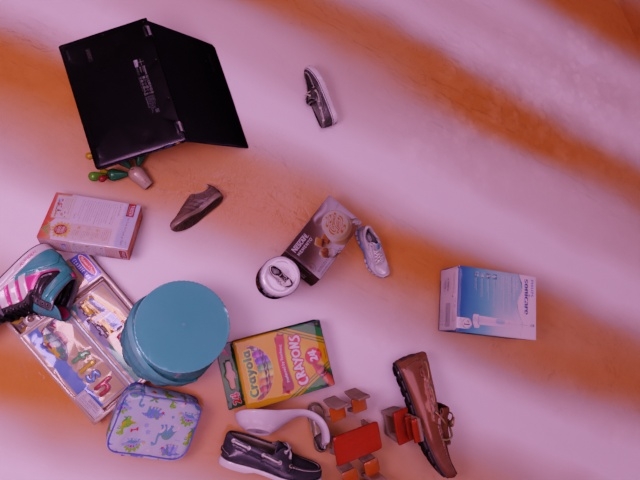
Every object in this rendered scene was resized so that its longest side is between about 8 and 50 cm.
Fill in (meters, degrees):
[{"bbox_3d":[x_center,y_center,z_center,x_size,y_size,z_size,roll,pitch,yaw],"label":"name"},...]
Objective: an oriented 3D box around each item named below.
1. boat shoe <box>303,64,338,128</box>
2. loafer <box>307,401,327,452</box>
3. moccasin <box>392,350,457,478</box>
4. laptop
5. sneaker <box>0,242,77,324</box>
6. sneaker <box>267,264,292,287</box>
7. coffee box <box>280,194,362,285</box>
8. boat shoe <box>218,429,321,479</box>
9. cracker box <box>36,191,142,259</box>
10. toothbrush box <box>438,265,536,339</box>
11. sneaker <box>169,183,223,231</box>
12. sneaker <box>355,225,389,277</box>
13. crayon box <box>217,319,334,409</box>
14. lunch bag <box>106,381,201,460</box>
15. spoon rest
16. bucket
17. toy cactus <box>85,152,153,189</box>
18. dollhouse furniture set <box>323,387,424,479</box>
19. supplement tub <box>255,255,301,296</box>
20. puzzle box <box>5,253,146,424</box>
[{"bbox_3d":[-0.014,-0.488,1.489,0.070,0.078,0.219,-25,88,-17],"label":"boat shoe"},{"bbox_3d":[-0.003,0.564,1.320,0.056,0.050,0.148,-12,83,-15],"label":"loafer"},{"bbox_3d":[0.350,0.541,1.373,0.147,0.139,0.380,-16,75,-7],"label":"moccasin"},{"bbox_3d":[-0.487,-0.426,1.335,0.408,0.236,0.381,-19,84,-2],"label":"laptop"},{"bbox_3d":[-0.745,0.172,1.128,0.178,0.124,0.295,36,76,3],"label":"sneaker"},{"bbox_3d":[-0.109,0.098,1.185,0.083,0.037,0.032,38,72,-6],"label":"sneaker"},{"bbox_3d":[0.000,0.000,1.377,0.141,0.098,0.246,40,64,-3],"label":"coffee box"},{"bbox_3d":[-0.133,0.617,1.248,0.303,0.114,0.091,16,83,-11],"label":"boat shoe"},{"bbox_3d":[-0.643,-0.040,1.242,0.232,0.067,0.155,9,56,-11],"label":"cracker box"},{"bbox_3d":[0.562,0.213,1.476,0.296,0.126,0.216,7,78,-11],"label":"toothbrush box"},{"bbox_3d":[-0.391,-0.101,1.348,0.188,0.066,0.071,-39,74,-22],"label":"sneaker"},{"bbox_3d":[0.177,0.036,1.440,0.071,0.083,0.190,-27,89,-18],"label":"sneaker"},{"bbox_3d":[-0.136,0.372,1.307,0.319,0.081,0.202,-13,84,-15],"label":"crayon box"},{"bbox_3d":[-0.450,0.492,1.182,0.219,0.090,0.176,21,84,-24],"label":"lunch bag"},{"bbox_3d":[-0.108,0.521,1.260,0.277,0.137,0.084,15,51,-8],"label":"spoon rest"},{"bbox_3d":[-0.386,0.247,1.176,0.281,0.183,0.281,12,61,-24],"label":"bucket"},{"bbox_3d":[-0.575,-0.233,1.308,0.180,0.112,0.219,47,65,-12],"label":"toy cactus"},{"bbox_3d":[0.155,0.575,1.286,0.259,0.135,0.261,-10,89,-25],"label":"dollhouse furniture set"},{"bbox_3d":[-0.130,0.114,1.296,0.117,0.190,0.116,3,79,-13],"label":"supplement tub"},{"bbox_3d":[-0.639,0.261,1.222,0.272,0.052,0.409,-41,91,-17],"label":"puzzle box"}]
